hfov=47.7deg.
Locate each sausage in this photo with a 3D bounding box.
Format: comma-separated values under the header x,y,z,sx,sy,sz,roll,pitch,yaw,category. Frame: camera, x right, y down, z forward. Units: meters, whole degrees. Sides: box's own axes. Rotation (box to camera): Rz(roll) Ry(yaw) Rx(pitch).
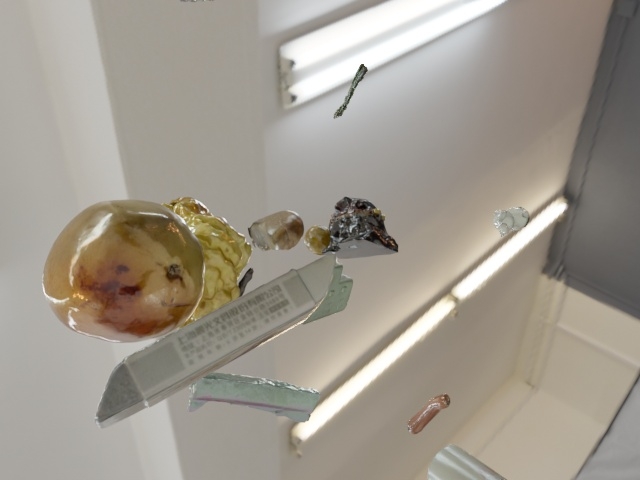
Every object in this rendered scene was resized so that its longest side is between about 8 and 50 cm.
x,y,z,sx,sy,sz,roll,pitch,yaw,category
0.274,0.438,1.834,0.177,0.040,0.047,-55,-4,40,sausage

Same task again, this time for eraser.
x,y,z,sx,sy,sz,roll,pitch,yaw,category
-0.122,0.122,0.903,0.352,0.061,0.089,-27,-12,-19,eraser

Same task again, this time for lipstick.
x,y,z,sx,sy,sz,roll,pitch,yaw,category
0.248,0.355,0.930,0.070,0.254,0.070,-13,-67,-32,lipstick

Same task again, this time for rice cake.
x,y,z,sx,sy,sz,roll,pitch,yaw,category
-0.138,0.321,1.485,0.290,0.051,0.081,13,-92,-26,rice cake

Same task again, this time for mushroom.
x,y,z,sx,sy,sz,roll,pitch,yaw,category
-0.085,-0.019,1.450,0.094,0.210,0.072,-20,-85,-12,mushroom

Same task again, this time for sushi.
x,y,z,sx,sy,sz,roll,pitch,yaw,category
0.100,-0.039,2.006,0.153,0.172,0.150,19,-116,-40,sushi

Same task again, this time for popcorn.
x,y,z,sx,sy,sz,roll,pitch,yaw,category
-0.317,0.079,1.783,0.349,0.349,0.382,-55,-38,-7,popcorn

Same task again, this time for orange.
x,y,z,sx,sy,sz,roll,pitch,yaw,category
0.000,0.000,2.107,0.085,0.095,0.085,-57,-6,-9,orange

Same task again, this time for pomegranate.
x,y,z,sx,sy,sz,roll,pitch,yaw,category
-0.386,0.058,1.420,0.319,0.319,0.319,-34,-40,-35,pomegranate

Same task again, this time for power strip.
x,y,z,sx,sy,sz,roll,pitch,yaw,category
0.018,0.161,2.366,0.265,0.059,0.193,-12,-57,-54,power strip

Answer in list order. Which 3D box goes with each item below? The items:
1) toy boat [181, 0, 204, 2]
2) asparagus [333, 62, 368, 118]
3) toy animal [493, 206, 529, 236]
x,y,z,sx,sy,sz,roll,pitch,yaw,category
-0.299,-0.462,1.241,0.292,0.210,0.070,-10,-53,-37,toy boat
0.069,-0.345,1.701,0.233,0.023,0.022,126,154,-64,asparagus
0.515,-0.053,1.991,0.124,0.085,0.071,-11,-87,-31,toy animal
